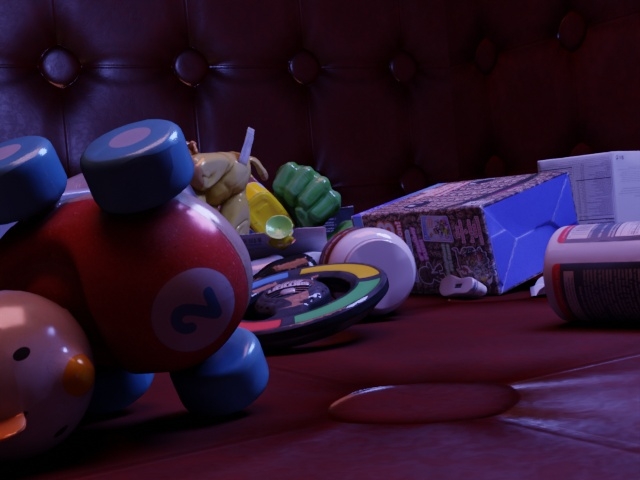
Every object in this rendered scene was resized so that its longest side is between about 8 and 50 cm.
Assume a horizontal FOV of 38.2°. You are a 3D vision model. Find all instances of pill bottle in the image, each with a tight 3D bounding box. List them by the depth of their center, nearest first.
[{"bbox_3d":[0.339,0.033,0.973,0.180,0.107,0.108,-3,3,42],"label":"pill bottle"},{"bbox_3d":[0.065,0.041,1.283,0.121,0.121,0.216,-5,1,-5],"label":"pill bottle"}]

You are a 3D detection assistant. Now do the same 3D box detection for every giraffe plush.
[{"bbox_3d":[-0.210,-0.097,1.524,0.171,0.210,0.181,11,-21,34],"label":"giraffe plush"}]

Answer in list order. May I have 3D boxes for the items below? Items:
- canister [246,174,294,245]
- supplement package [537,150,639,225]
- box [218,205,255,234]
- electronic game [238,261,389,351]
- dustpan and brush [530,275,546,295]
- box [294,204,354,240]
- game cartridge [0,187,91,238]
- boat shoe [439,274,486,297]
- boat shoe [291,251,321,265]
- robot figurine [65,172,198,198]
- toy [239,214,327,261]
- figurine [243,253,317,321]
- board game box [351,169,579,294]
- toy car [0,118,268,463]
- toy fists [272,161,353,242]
[{"bbox_3d":[-0.127,-0.071,1.685,0.073,0.126,0.170,-42,38,-4],"label":"canister"},{"bbox_3d":[0.493,-0.046,1.584,0.194,0.203,0.149,-6,1,-42],"label":"supplement package"},{"bbox_3d":[-0.146,-0.007,1.672,0.233,0.044,0.159,41,-6,47],"label":"box"},{"bbox_3d":[-0.033,0.071,1.080,0.229,0.048,0.229,-12,14,3],"label":"electronic game"},{"bbox_3d":[0.411,0.039,1.343,0.211,0.060,0.147,-5,2,12],"label":"dustpan and brush"},{"bbox_3d":[0.000,0.000,2.234,0.156,0.158,0.093,-6,3,-40],"label":"box"},{"bbox_3d":[-0.266,0.039,1.057,0.062,0.198,0.297,-4,2,44],"label":"game cartridge"},{"bbox_3d":[0.215,0.072,1.390,0.035,0.035,0.100,23,-13,-20],"label":"boat shoe"},{"bbox_3d":[0.023,0.055,1.445,0.184,0.066,0.063,8,-2,-41],"label":"boat shoe"},{"bbox_3d":[-0.331,0.018,1.266,0.354,0.199,0.300,-21,28,12],"label":"robot figurine"},{"bbox_3d":[-0.055,0.026,1.481,0.137,0.056,0.237,-6,-26,0],"label":"toy"},{"bbox_3d":[-0.128,0.079,1.309,0.210,0.092,0.215,-10,2,-19],"label":"figurine"},{"bbox_3d":[0.242,-0.012,1.538,0.232,0.141,0.291,-21,12,-39],"label":"board game box"},{"bbox_3d":[-0.175,0.072,0.621,0.210,0.219,0.238,-4,31,24],"label":"toy car"},{"bbox_3d":[0.015,-0.024,1.667,0.096,0.279,0.142,-38,0,-18],"label":"toy fists"}]
